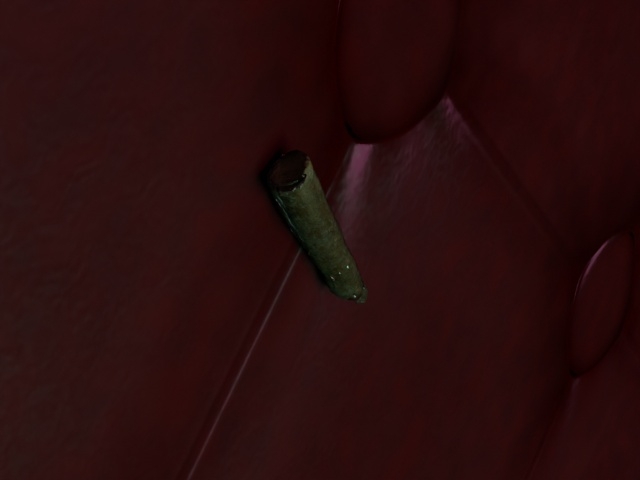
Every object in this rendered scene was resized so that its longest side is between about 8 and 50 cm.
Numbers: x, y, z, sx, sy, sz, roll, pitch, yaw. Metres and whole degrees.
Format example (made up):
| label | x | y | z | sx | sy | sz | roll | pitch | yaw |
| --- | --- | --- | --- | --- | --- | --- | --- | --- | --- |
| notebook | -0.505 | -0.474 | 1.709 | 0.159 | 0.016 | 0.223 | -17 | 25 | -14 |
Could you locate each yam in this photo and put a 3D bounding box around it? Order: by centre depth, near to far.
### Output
| label | x | y | z | sx | sy | sz | roll | pitch | yaw |
| --- | --- | --- | --- | --- | --- | --- | --- | --- | --- |
| yam | 0.000 | 0.000 | 0.730 | 0.129 | 0.027 | 0.033 | 64 | 32 | -47 |
